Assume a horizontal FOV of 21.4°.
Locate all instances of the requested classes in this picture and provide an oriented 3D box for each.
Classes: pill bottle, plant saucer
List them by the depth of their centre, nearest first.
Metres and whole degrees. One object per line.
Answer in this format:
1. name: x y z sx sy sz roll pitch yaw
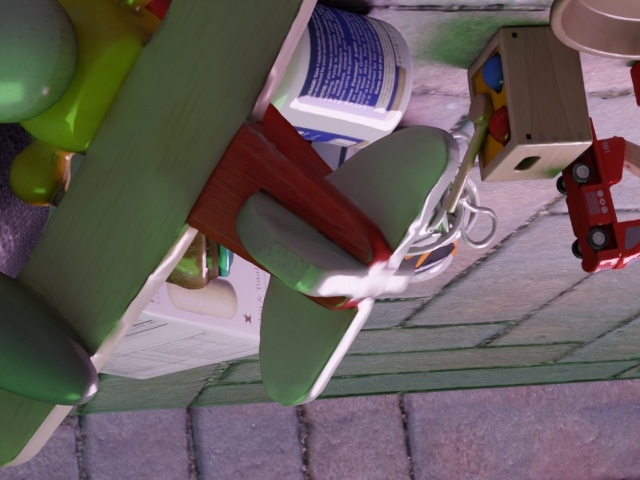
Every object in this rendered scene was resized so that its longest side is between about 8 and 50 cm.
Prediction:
1. pill bottle: -0.026 -0.140 1.359 0.186 0.112 0.112 8 160 -43
2. plant saucer: 0.321 -0.212 1.369 0.278 0.041 0.278 -5 165 -1

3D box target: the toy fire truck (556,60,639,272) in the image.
1. toy fire truck: 0.287 -0.072 1.572 0.135 0.192 0.047 -10 169 -14

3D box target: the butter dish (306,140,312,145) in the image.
1. butter dish: -0.069 -0.068 1.595 0.160 0.118 0.160 -17 163 26

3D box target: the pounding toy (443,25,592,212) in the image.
1. pounding toy: 0.170 -0.107 1.531 0.100 0.130 0.141 -3 166 -13

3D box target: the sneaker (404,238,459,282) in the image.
1. sneaker: 0.000 0.000 1.950 0.321 0.125 0.180 -17 161 1

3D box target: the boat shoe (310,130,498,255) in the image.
1. boat shoe: 0.095 -0.040 1.640 0.156 0.136 0.367 8 178 16

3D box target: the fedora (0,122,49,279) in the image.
1. fedora: -0.324 -0.030 1.416 0.152 0.334 0.334 -33 -176 -36

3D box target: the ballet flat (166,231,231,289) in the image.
1. ballet flat: -0.121 -0.045 1.362 0.124 0.116 0.342 3 -160 1

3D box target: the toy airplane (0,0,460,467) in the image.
1. toy airplane: -0.111 -0.073 1.036 0.384 0.386 0.272 -16 156 38

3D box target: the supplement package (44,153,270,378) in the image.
1. supplement package: -0.189 0.017 1.723 0.198 0.199 0.262 -15 163 28
